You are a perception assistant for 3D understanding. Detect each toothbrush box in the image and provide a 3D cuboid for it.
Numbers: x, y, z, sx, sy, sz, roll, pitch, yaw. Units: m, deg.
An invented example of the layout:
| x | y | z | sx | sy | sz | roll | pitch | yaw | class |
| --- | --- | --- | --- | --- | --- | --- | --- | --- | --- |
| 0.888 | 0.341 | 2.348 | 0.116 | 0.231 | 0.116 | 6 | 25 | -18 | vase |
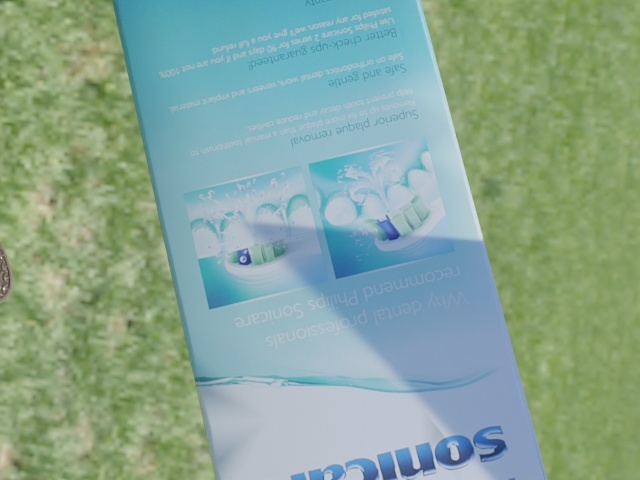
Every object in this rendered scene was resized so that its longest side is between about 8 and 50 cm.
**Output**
| x | y | z | sx | sy | sz | roll | pitch | yaw | class |
| --- | --- | --- | --- | --- | --- | --- | --- | --- | --- |
| 0.000 | 0.000 | 0.644 | 0.216 | 0.126 | 0.295 | 81 | -6 | -79 | toothbrush box |

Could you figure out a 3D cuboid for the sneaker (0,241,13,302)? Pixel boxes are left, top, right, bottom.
| x | y | z | sx | sy | sz | roll | pitch | yaw | class |
| --- | --- | --- | --- | --- | --- | --- | --- | --- | --- |
| -0.417 | -0.011 | 1.573 | 0.064 | 0.086 | 0.192 | -47 | 117 | -33 | sneaker |
